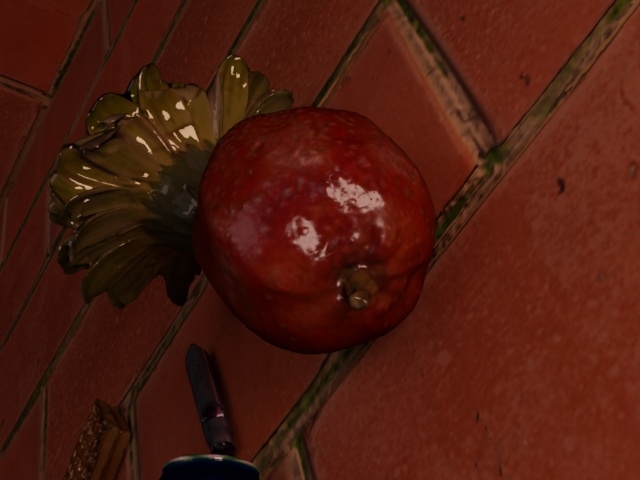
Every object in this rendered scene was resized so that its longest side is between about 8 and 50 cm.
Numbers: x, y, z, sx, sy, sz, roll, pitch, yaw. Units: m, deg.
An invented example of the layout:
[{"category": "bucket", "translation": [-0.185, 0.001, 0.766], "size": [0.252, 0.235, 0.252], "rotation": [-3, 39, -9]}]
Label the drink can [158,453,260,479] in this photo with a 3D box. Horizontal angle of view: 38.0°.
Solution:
[{"category": "drink can", "translation": [-0.105, 0.304, 0.839], "size": [0.118, 0.118, 0.205], "rotation": [-38, 43, 45]}]

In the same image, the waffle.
[{"category": "waffle", "translation": [-0.312, 0.305, 1.283], "size": [0.102, 0.042, 0.148], "rotation": [30, 99, 63]}]

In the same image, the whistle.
[{"category": "whistle", "translation": [-0.125, 0.179, 1.041], "size": [0.033, 0.033, 0.176], "rotation": [-60, 30, 19]}]

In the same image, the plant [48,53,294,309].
[{"category": "plant", "translation": [-0.147, -0.047, 0.983], "size": [0.306, 0.261, 0.297], "rotation": [-54, 30, 9]}]

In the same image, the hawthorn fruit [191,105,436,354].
[{"category": "hawthorn fruit", "translation": [0.000, 0.000, 0.762], "size": [0.205, 0.205, 0.253], "rotation": [-61, 30, 18]}]
